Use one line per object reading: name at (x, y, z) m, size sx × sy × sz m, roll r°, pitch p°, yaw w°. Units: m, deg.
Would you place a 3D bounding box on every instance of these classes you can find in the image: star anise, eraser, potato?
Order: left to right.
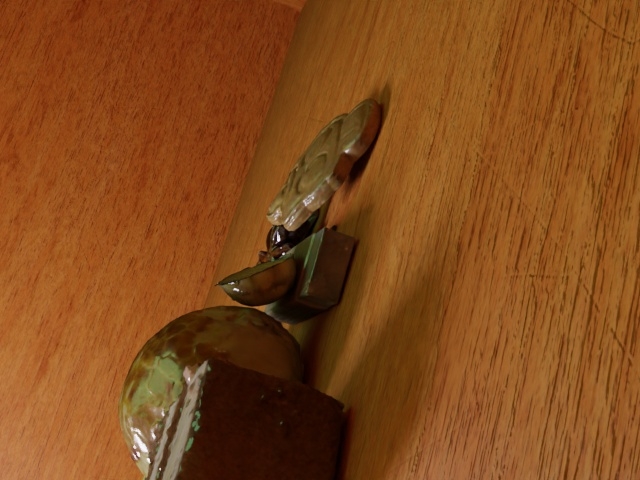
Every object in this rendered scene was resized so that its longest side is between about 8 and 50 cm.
potato at (-0.115, 0.089, 1.798) m, size 0.200 × 0.164 × 0.081 m, roll 178°, pitch 71°, yaw -83°
star anise at (-0.087, 0.038, 2.162) m, size 0.220 × 0.099 × 0.214 m, roll 132°, pitch 153°, yaw -58°
eraser at (-0.027, 0.078, 1.870) m, size 0.343 × 0.078 × 0.144 m, roll 143°, pitch 144°, yaw -70°

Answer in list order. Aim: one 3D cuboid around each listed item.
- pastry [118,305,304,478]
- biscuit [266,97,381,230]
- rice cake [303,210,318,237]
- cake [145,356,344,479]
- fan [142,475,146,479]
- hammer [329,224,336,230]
pastry at (-0.213, 0.302, 1.761) m, size 0.388 × 0.313 × 0.388 m, roll -163°, pitch 90°, yaw -78°
biscuit at (-0.004, -0.163, 2.018) m, size 0.376 × 0.051 × 0.269 m, roll -44°, pitch 22°, yaw 30°
rice cake at (-0.064, -0.011, 2.294) m, size 0.127 × 0.043 × 0.237 m, roll -87°, pitch 21°, yaw -58°
cake at (-0.130, 0.362, 1.403) m, size 0.290 × 0.256 × 0.282 m, roll 121°, pitch 164°, yaw -52°
fan at (-0.327, 0.587, 2.009) m, size 0.335 × 0.229 × 0.011 m, roll -15°, pitch 13°, yaw 46°
hammer at (0.000, 0.000, 2.041) m, size 0.182 × 0.017 × 0.062 m, roll 136°, pitch 152°, yaw -62°
